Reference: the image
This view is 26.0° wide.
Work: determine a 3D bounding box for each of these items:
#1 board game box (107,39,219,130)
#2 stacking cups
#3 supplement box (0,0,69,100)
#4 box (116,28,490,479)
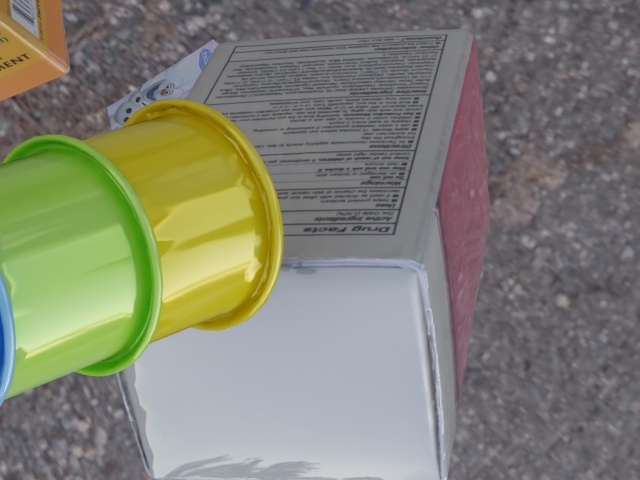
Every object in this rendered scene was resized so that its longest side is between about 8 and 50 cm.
[{"bbox_3d":[-0.090,-0.071,0.897,0.090,0.090,0.020,-30,146,19],"label":"board game box"},{"bbox_3d":[-0.151,0.030,0.436,0.316,0.096,0.096,-22,120,-45],"label":"stacking cups"},{"bbox_3d":[-0.224,-0.151,0.715,0.078,0.080,0.233,-19,154,17],"label":"supplement box"},{"bbox_3d":[0.000,0.000,0.697,0.149,0.232,0.126,-1,123,14],"label":"box"}]
